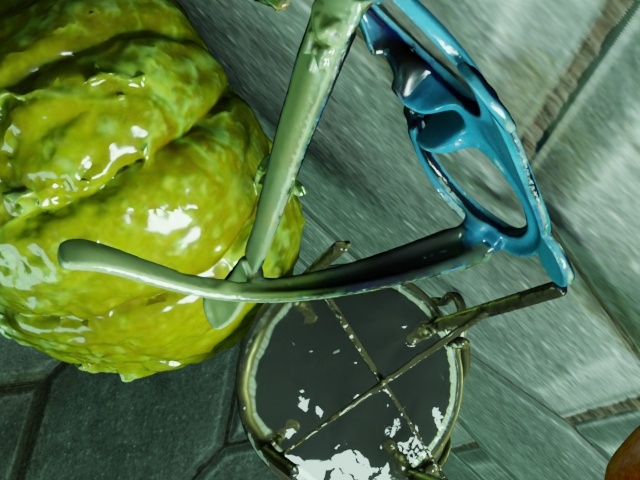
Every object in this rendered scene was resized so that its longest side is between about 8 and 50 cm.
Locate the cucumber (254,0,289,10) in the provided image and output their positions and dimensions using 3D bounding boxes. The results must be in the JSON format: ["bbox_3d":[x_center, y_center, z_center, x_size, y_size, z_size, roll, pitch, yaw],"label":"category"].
[{"bbox_3d":[-0.113,-0.197,0.609,0.300,0.072,0.072,42,173,15],"label":"cucumber"}]

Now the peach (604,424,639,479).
[{"bbox_3d":[0.180,0.117,0.679,0.101,0.100,0.101,43,173,7],"label":"peach"}]

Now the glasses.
[{"bbox_3d":[-0.006,-0.032,0.678,0.239,0.207,0.102,60,-161,-60],"label":"glasses"}]

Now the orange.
[{"bbox_3d":[-0.151,-0.052,0.978,0.301,0.223,0.300,56,173,9],"label":"orange"}]

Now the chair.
[{"bbox_3d":[0.031,0.091,0.938,0.170,0.159,0.326,12,174,-11],"label":"chair"}]
